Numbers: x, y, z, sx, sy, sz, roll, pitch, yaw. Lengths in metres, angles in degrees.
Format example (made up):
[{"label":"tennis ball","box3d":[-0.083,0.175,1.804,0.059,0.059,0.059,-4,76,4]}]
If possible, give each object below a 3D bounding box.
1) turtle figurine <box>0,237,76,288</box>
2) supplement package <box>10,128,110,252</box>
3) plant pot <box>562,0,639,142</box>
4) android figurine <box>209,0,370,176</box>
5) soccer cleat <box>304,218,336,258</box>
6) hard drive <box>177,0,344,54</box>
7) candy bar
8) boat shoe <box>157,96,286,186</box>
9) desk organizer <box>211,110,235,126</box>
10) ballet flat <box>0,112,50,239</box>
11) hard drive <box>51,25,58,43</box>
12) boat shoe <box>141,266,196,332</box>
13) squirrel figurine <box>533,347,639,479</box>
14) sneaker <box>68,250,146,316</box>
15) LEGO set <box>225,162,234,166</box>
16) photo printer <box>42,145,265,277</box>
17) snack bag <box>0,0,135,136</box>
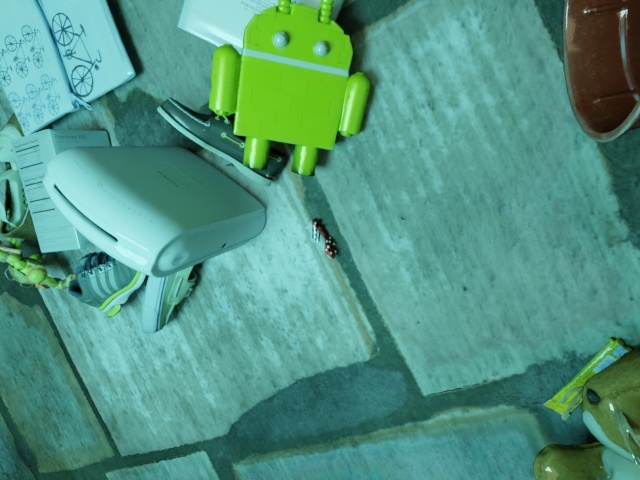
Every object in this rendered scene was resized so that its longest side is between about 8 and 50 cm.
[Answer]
[{"label":"turtle figurine","box3d":[-0.699,0.072,0.993,0.217,0.269,0.087,15,72,43]},{"label":"supplement package","box3d":[-0.540,-0.109,0.895,0.134,0.139,0.243,-5,101,25]},{"label":"plant pot","box3d":[0.429,-0.252,0.403,0.265,0.272,0.272,-4,101,15]},{"label":"android figurine","box3d":[-0.044,-0.241,0.644,0.249,0.056,0.272,7,112,-16]},{"label":"soccer cleat","box3d":[0.000,0.000,0.758,0.036,0.029,0.083,-32,86,34]},{"label":"hard drive","box3d":[-0.055,-0.454,0.626,0.233,0.047,0.352,25,112,-5]},{"label":"candy bar","box3d":[0.418,0.216,0.638,0.040,0.018,0.161,32,112,9]},{"label":"boat shoe","box3d":[-0.165,-0.182,0.712,0.228,0.081,0.068,31,105,-27]},{"label":"desk organizer","box3d":[-0.163,-0.252,0.755,0.050,0.047,0.130,25,113,10]},{"label":"ballet flat","box3d":[-0.722,-0.159,0.968,0.116,0.124,0.342,19,109,18]},{"label":"hard drive","box3d":[-0.626,-0.487,0.896,0.203,0.040,0.307,13,107,19]},{"label":"boat shoe","box3d":[-0.315,0.081,0.868,0.094,0.109,0.302,11,119,-20]},{"label":"squirrel figurine","box3d":[0.499,0.324,0.531,0.398,0.281,0.369,2,94,8]},{"label":"sneaker","box3d":[-0.451,0.061,0.880,0.121,0.111,0.300,26,124,-31]},{"label":"LEGO set","box3d":[-0.148,-0.171,0.784,0.083,0.023,0.054,-21,108,10]},{"label":"photo printer","box3d":[-0.271,-0.064,0.701,0.256,0.307,0.107,36,113,12]},{"label":"snack bag","box3d":[-0.562,-0.423,0.843,0.343,0.037,0.322,-15,99,20]}]
